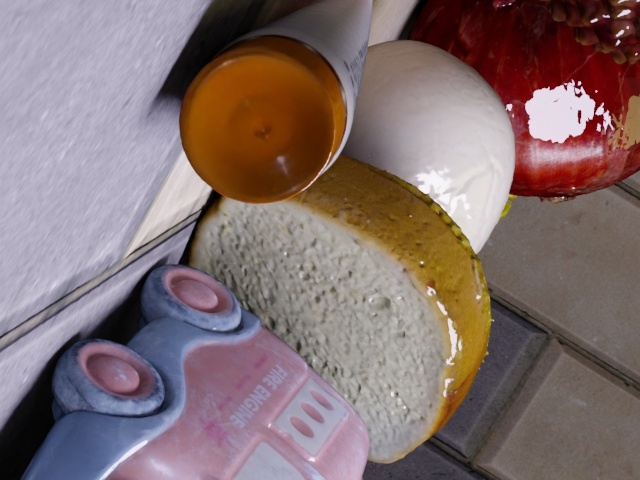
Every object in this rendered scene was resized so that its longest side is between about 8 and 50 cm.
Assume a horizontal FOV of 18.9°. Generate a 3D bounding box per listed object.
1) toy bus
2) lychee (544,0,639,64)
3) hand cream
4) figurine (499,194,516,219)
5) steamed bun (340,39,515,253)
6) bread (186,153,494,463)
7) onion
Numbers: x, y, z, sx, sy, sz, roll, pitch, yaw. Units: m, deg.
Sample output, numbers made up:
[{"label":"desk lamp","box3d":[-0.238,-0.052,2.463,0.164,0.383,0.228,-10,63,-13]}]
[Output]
[{"label":"toy bus","box3d":[-0.079,0.174,1.271,0.197,0.232,0.294,-60,175,25]},{"label":"lychee","box3d":[0.293,-0.300,1.567,0.306,0.306,0.330,-62,-148,34]},{"label":"hand cream","box3d":[-0.011,-0.093,1.165,0.139,0.089,0.314,-58,179,10]},{"label":"figurine","box3d":[0.123,-0.079,1.980,0.109,0.178,0.129,-56,-156,32]},{"label":"steamed bun","box3d":[0.038,-0.040,1.455,0.131,0.177,0.228,-3,131,-56]},{"label":"bread","box3d":[0.013,0.046,1.378,0.070,0.236,0.236,-47,168,-47]},{"label":"onion","box3d":[0.210,-0.158,1.796,0.276,0.276,0.276,-57,174,-9]}]
